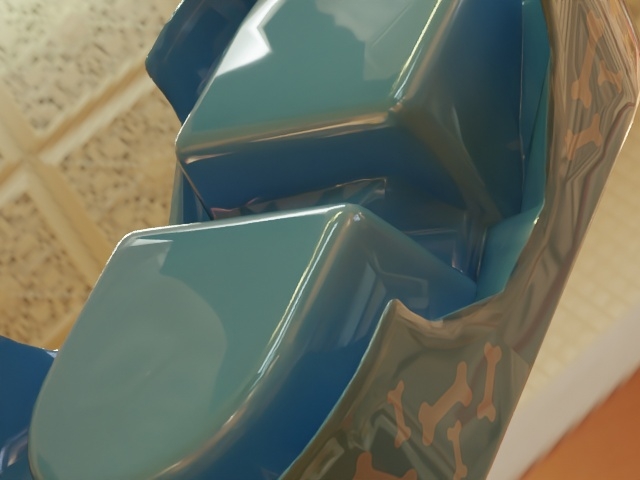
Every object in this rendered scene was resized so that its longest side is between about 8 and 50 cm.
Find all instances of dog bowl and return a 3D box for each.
[{"bbox_3d":[0.000,0.000,0.590,0.074,0.166,0.297,46,-126,-32],"label":"dog bowl"}]
